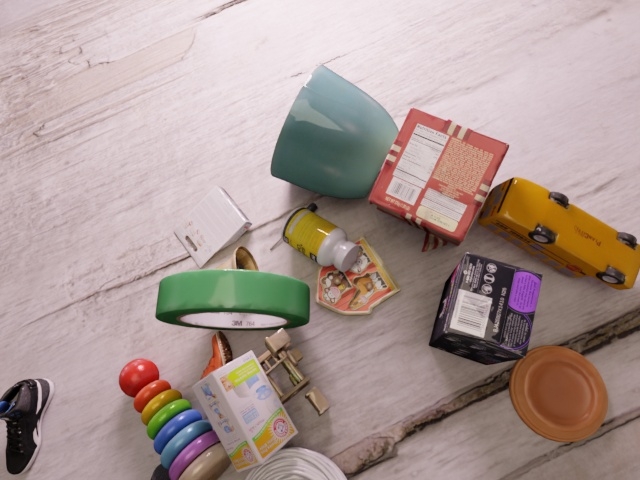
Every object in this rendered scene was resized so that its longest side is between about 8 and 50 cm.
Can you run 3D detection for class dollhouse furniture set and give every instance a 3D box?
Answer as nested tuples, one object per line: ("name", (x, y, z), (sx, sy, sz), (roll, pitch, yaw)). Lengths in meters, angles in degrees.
("dollhouse furniture set", (-0.070, 0.309, 0.940), (0.101, 0.161, 0.182), (-34, 69, -21))

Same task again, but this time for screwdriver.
("screwdriver", (-0.070, -0.033, 1.145), (0.025, 0.024, 0.170), (41, 87, -11))

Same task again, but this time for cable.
("cable", (-0.048, 0.568, 0.900), (0.256, 0.089, 0.257), (7, 72, 10))

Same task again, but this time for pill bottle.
("pill bottle", (0.000, 0.000, 1.064), (0.184, 0.103, 0.103), (32, 78, 26))

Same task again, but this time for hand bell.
("hand bell", (-0.284, 0.113, 1.092), (0.241, 0.126, 0.126), (-20, 70, 14))

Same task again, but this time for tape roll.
("tape roll", (-0.182, 0.138, 0.937), (0.321, 0.321, 0.077), (-2, 71, 7))

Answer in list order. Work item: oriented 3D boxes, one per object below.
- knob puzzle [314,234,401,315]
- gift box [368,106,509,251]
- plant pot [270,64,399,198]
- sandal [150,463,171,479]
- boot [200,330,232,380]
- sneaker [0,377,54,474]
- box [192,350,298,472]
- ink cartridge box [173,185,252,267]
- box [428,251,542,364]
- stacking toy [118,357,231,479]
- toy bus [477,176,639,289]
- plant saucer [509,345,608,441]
("knob puzzle", (0.071, 0.098, 1.074), (0.213, 0.030, 0.213), (-2, 71, 7))
("gift box", (0.251, -0.121, 1.013), (0.255, 0.258, 0.276), (31, 97, 14))
("plant pot", (0.048, -0.235, 1.065), (0.235, 0.293, 0.293), (28, 77, 2))
("sandal", (-0.277, 0.586, 0.925), (0.254, 0.097, 0.055), (38, 107, 18))
("boot", (-0.251, 0.298, 1.035), (0.084, 0.059, 0.158), (-15, 71, 7))
("sneaker", (-0.714, 0.432, 1.012), (0.079, 0.121, 0.217), (3, 72, 9))
("box", (-0.159, 0.359, 0.920), (0.103, 0.114, 0.203), (-40, 77, 39))
("ink cartridge box", (-0.290, -0.035, 1.170), (0.179, 0.045, 0.145), (-45, 71, 11))
("box", (0.323, 0.151, 0.895), (0.143, 0.270, 0.165), (17, 74, 12))
("stacking toy", (-0.344, 0.400, 0.984), (0.330, 0.141, 0.141), (40, 80, 25))
("toy bus", (0.533, -0.010, 0.969), (0.332, 0.130, 0.108), (29, 76, -4))
("plant saucer", (0.515, 0.327, 0.937), (0.199, 0.037, 0.200), (-2, 71, 7))
